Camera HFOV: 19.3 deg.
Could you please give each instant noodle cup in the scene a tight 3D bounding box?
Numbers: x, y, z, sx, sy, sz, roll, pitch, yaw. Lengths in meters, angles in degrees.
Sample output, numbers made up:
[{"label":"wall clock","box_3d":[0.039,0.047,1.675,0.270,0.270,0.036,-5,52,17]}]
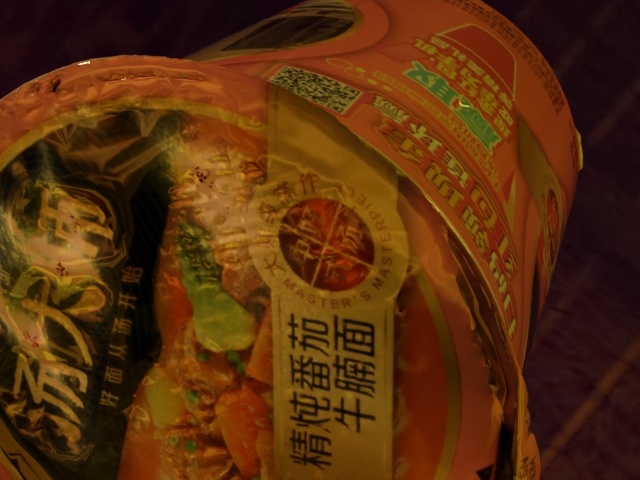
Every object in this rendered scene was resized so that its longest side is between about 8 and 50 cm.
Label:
[{"label":"instant noodle cup","box_3d":[0.000,0.000,0.770,0.244,0.255,0.244,9,-64,19]}]
